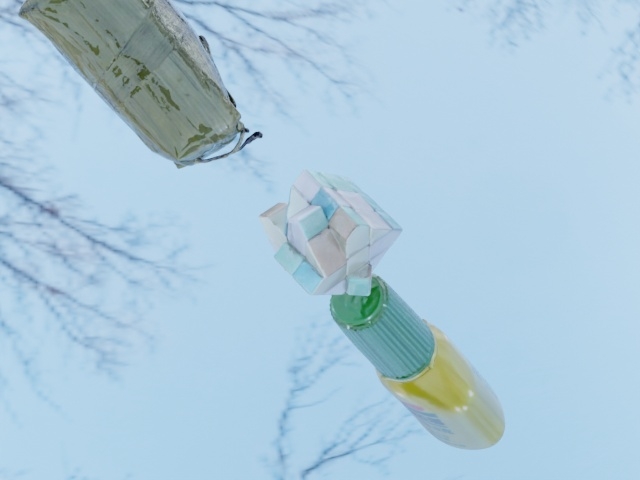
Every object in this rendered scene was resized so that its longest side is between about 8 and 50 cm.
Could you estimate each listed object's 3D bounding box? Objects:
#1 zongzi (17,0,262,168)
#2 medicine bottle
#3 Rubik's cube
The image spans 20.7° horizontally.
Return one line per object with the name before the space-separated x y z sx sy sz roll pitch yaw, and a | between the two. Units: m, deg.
zongzi | -0.138 -0.151 1.432 0.094 0.204 0.205 -40 -80 8
medicine bottle | 0.073 0.092 1.360 0.064 0.260 0.095 -48 -123 -5
Rubik's cube | 0.000 -0.001 1.177 0.073 0.084 0.075 -54 -133 20
